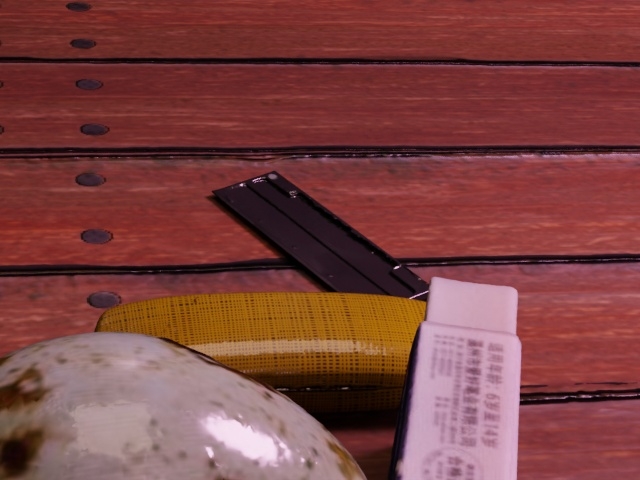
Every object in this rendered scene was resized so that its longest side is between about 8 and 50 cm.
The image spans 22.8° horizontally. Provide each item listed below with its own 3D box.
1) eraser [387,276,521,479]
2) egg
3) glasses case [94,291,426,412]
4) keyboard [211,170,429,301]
[{"bbox_3d":[0.069,0.126,0.848,0.068,0.124,0.210,7,32,4],"label":"eraser"},{"bbox_3d":[-0.087,0.131,0.773,0.231,0.169,0.169,7,31,-4],"label":"egg"},{"bbox_3d":[-0.024,0.070,0.983,0.234,0.064,0.079,0,33,-9],"label":"glasses case"},{"bbox_3d":[0.000,0.000,1.157,0.063,0.010,0.198,-18,38,-32],"label":"keyboard"}]
